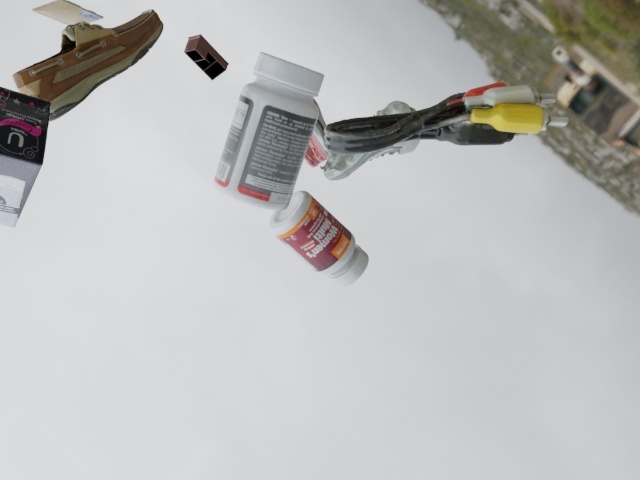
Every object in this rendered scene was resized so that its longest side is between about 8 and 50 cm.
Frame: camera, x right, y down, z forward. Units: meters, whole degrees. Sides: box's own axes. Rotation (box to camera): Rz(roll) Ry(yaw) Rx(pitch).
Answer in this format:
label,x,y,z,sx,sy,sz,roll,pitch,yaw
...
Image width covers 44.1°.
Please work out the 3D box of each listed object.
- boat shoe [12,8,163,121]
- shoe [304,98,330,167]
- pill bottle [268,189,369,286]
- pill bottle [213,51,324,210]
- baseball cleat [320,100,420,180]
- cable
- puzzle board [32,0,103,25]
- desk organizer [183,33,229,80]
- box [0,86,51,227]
label,x,y,z,sx,sy,sz,roll,pitch,yaw
boat shoe,-0.441,-0.359,1.510,0.324,0.122,0.120,-47,-60,-27
shoe,-0.032,-0.256,1.799,0.063,0.081,0.178,-21,-101,-54
pill bottle,0.000,0.000,1.754,0.221,0.121,0.121,42,-160,-25
pill bottle,-0.098,-0.216,1.574,0.161,0.283,0.161,19,-168,-4
baseball cleat,0.099,-0.158,1.382,0.109,0.206,0.072,20,-131,-37
cable,0.132,-0.151,0.913,0.287,0.072,0.139,-3,-150,-19
puzzle board,-0.579,-0.523,1.816,0.128,0.096,0.011,8,-103,-59
desk organizer,-0.308,-0.493,2.136,0.130,0.047,0.050,42,-127,-47
box,-0.543,-0.139,1.151,0.247,0.163,0.142,16,-134,-26
